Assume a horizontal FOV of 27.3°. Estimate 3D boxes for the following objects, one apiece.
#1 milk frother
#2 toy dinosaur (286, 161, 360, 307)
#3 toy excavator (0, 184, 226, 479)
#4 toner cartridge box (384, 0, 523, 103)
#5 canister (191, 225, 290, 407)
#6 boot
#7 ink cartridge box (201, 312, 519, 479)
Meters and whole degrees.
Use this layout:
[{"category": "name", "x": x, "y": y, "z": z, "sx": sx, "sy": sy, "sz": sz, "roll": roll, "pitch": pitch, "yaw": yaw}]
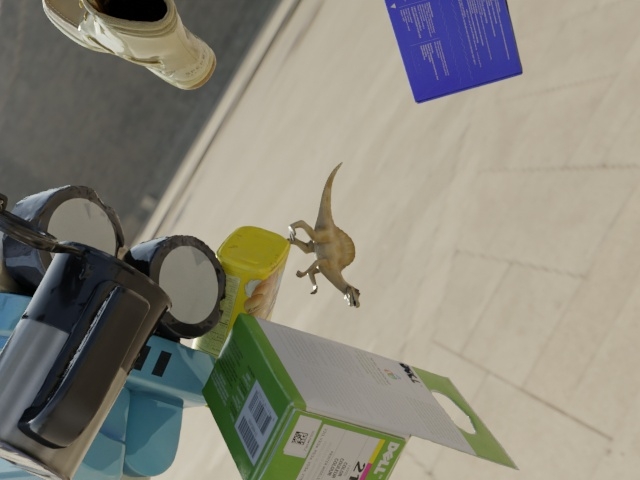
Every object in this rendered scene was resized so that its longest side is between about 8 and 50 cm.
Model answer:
[{"category": "milk frother", "x": -0.182, "y": 0.057, "z": 0.805, "sx": 0.134, "sy": 0.143, "sz": 0.129, "roll": -63, "pitch": 2, "yaw": -20}, {"category": "toy dinosaur", "x": 0.000, "y": 0.000, "z": 1.608, "sx": 0.053, "sy": 0.093, "sz": 0.183, "roll": -32, "pitch": 66, "yaw": 61}, {"category": "toy excavator", "x": -0.225, "y": 0.218, "z": 1.324, "sx": 0.222, "sy": 0.433, "sz": 0.445, "roll": -8, "pitch": 67, "yaw": 40}, {"category": "toner cartridge box", "x": 0.165, "y": -0.363, "z": 1.825, "sx": 0.075, "sy": 0.165, "sz": 0.347, "roll": -99, "pitch": -9, "yaw": -48}, {"category": "canister", "x": -0.091, "y": 0.082, "z": 1.426, "sx": 0.126, "sy": 0.073, "sz": 0.169, "roll": -56, "pitch": -17, "yaw": -66}, {"category": "boot", "x": -0.270, "y": -0.299, "z": 1.672, "sx": 0.095, "sy": 0.262, "sz": 0.203, "roll": -57, "pitch": -17, "yaw": -6}, {"category": "ink cartridge box", "x": 0.037, "y": 0.181, "z": 1.274, "sx": 0.097, "sy": 0.255, "sz": 0.189, "roll": -64, "pitch": 26, "yaw": 14}]
